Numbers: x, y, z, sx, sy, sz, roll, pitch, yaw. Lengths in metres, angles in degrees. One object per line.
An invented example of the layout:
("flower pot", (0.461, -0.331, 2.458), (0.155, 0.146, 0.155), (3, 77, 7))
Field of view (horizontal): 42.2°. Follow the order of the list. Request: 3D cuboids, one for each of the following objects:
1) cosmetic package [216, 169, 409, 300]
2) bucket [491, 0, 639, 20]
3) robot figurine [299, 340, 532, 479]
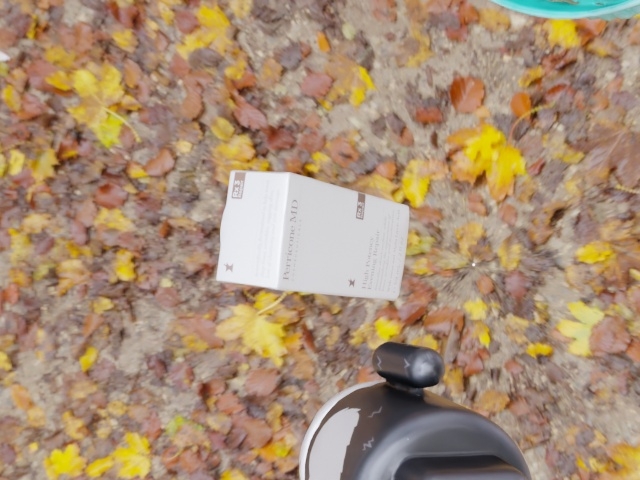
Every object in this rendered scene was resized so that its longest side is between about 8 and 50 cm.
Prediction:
("cosmetic package", (0.000, 0.000, 0.889), (0.085, 0.231, 0.117), (5, 88, 35))
("bucket", (0.106, -0.230, 0.302), (0.183, 0.281, 0.281), (30, 94, -19))
("robot figurine", (0.078, 0.222, 0.753), (0.173, 0.278, 0.209), (42, 79, -12))
